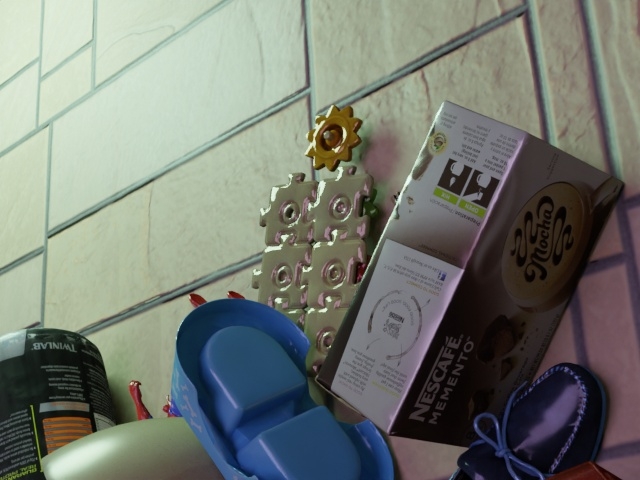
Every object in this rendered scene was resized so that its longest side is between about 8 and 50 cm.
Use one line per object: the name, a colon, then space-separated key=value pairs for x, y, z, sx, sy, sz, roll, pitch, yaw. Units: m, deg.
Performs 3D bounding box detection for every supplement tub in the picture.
supplement tub: x=-0.370 y=0.305 z=1.421 sx=0.207 sy=0.207 sz=0.338 roll=-42 pitch=49 yaw=28

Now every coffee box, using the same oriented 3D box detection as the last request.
coffee box: x=0.142 y=0.040 z=1.006 sx=0.119 sy=0.168 sz=0.297 roll=31 pitch=99 yaw=47

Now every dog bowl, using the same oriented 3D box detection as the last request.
dog bowl: x=-0.051 y=0.197 z=1.135 sx=0.297 sy=0.166 sz=0.074 roll=51 pitch=135 yaw=22

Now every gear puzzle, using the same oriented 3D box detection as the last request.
gear puzzle: x=0.000 y=0.000 z=1.261 sx=0.175 sy=0.044 sz=0.338 roll=-5 pitch=73 yaw=39

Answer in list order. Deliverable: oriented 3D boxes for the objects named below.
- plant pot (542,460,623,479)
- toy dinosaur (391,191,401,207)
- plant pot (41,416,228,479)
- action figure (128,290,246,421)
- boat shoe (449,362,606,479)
plant pot: x=0.210 y=0.327 z=0.792 sx=0.236 sy=0.267 sz=0.267 roll=-46 pitch=47 yaw=8
toy dinosaur: x=0.119 y=-0.019 z=1.120 sx=0.092 sy=0.053 sz=0.183 roll=-53 pitch=17 yaw=17
plant pot: x=-0.155 y=0.310 z=1.186 sx=0.191 sy=0.284 sz=0.284 roll=-33 pitch=43 yaw=-14
action figure: x=-0.182 y=0.178 z=1.329 sx=0.139 sy=0.091 sz=0.280 roll=36 pitch=117 yaw=43
boat shoe: x=0.172 y=0.228 z=0.968 sx=0.109 sy=0.089 sz=0.258 roll=36 pitch=103 yaw=46
